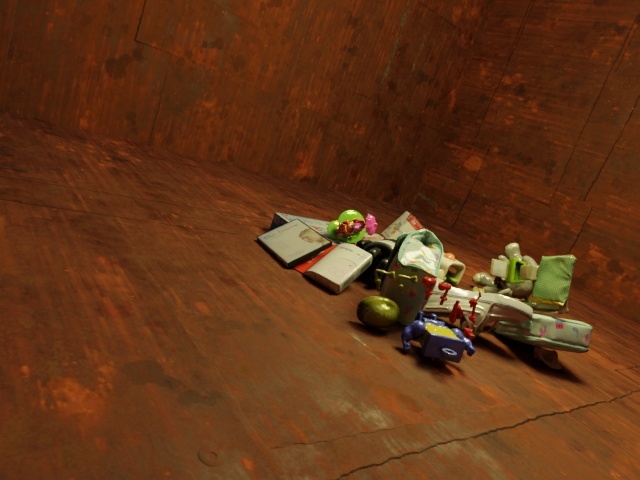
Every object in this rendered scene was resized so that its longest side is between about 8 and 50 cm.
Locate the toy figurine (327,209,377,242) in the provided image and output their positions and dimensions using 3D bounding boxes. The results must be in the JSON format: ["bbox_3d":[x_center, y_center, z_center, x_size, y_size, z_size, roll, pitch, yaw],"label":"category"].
[{"bbox_3d":[0.135,-0.054,1.819,0.173,0.130,0.159,-11,2,-26],"label":"toy figurine"}]

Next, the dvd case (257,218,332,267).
[{"bbox_3d":[-0.096,0.003,1.732,0.180,0.022,0.253,-27,33,-21],"label":"dvd case"}]

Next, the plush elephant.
[{"bbox_3d":[0.849,0.167,2.129,0.330,0.271,0.255,57,5,29],"label":"plush elephant"}]

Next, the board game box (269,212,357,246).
[{"bbox_3d":[0.000,0.000,1.955,0.301,0.086,0.308,9,18,-40],"label":"board game box"}]

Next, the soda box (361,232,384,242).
[{"bbox_3d":[0.232,-0.002,2.350,0.063,0.058,0.183,30,16,36],"label":"soda box"}]

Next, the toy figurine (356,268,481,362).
[{"bbox_3d":[0.299,0.229,1.308,0.362,0.191,0.217,16,19,-13],"label":"toy figurine"}]

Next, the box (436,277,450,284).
[{"bbox_3d":[0.394,0.155,1.966,0.244,0.060,0.100,27,16,26],"label":"box"}]

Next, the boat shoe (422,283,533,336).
[{"bbox_3d":[0.487,0.249,1.574,0.366,0.157,0.136,12,-22,15],"label":"boat shoe"}]

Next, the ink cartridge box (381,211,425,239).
[{"bbox_3d":[0.417,-0.032,2.412,0.127,0.176,0.128,46,5,-18],"label":"ink cartridge box"}]

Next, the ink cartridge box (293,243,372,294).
[{"bbox_3d":[0.028,0.063,1.636,0.232,0.066,0.189,32,49,25],"label":"ink cartridge box"}]

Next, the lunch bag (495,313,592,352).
[{"bbox_3d":[0.740,0.305,1.647,0.223,0.108,0.279,11,-6,-15],"label":"lunch bag"}]

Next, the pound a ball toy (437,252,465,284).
[{"bbox_3d":[0.508,0.093,2.214,0.208,0.136,0.319,10,16,-36],"label":"pound a ball toy"}]

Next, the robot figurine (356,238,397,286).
[{"bbox_3d":[0.243,0.084,1.812,0.173,0.209,0.278,-15,-3,28],"label":"robot figurine"}]

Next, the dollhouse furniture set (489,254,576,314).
[{"bbox_3d":[0.693,0.141,1.649,0.151,0.198,0.301,11,-7,-9],"label":"dollhouse furniture set"}]

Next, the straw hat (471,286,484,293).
[{"bbox_3d":[0.668,0.230,2.066,0.144,0.061,0.144,20,13,-5],"label":"straw hat"}]

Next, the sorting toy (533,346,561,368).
[{"bbox_3d":[0.752,0.394,1.599,0.083,0.045,0.075,13,23,-19],"label":"sorting toy"}]

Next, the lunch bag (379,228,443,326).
[{"bbox_3d":[0.285,0.103,1.549,0.160,0.224,0.262,21,33,5],"label":"lunch bag"}]
